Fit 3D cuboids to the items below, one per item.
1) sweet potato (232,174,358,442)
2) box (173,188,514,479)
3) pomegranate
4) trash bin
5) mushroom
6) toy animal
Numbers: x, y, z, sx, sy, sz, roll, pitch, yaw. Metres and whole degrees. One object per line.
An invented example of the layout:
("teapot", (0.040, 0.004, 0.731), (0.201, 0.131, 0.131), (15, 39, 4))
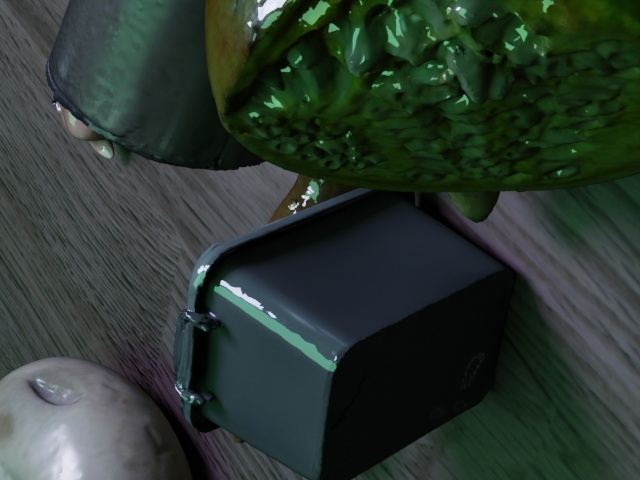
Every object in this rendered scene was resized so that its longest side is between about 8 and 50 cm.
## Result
("sweet potato", (0.000, 0.000, 1.229), (0.109, 0.109, 0.385), (37, 116, 45))
("box", (0.025, 0.070, 1.100), (0.135, 0.243, 0.163), (32, 127, 34))
("pomegranate", (0.092, -0.148, 0.901), (0.358, 0.310, 0.216), (68, -161, -73))
("trash bin", (-0.063, -0.217, 1.089), (0.252, 0.203, 0.301), (55, 130, 37))
("mushroom", (-0.273, 0.318, 1.618), (0.325, 0.353, 0.353), (31, 134, 9))
("toy animal", (-0.222, -0.139, 1.550), (0.150, 0.089, 0.083), (-1, 61, 61))
